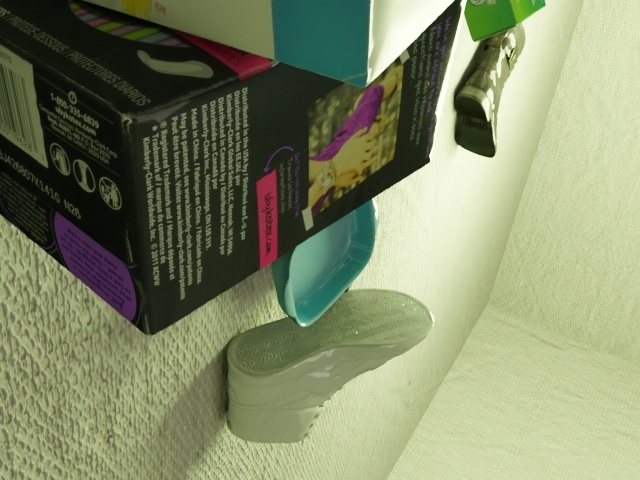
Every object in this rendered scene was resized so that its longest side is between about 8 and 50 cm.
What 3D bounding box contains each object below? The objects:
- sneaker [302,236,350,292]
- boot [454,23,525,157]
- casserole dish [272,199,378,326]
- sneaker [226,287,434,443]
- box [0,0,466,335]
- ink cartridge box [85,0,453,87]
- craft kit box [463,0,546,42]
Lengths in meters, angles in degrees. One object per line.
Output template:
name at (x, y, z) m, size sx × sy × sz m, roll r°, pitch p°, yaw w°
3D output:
sneaker at (0.000, 0.000, 0.935) m, size 0.097 × 0.084 × 0.234 m, roll -67°, pitch 161°, yaw -4°
boot at (0.358, -0.313, 1.537) m, size 0.229 × 0.091 × 0.263 m, roll -61°, pitch 158°, yaw -17°
casserole dish at (0.003, 0.012, 0.838) m, size 0.188 × 0.036 × 0.114 m, roll -44°, pitch 138°, yaw -42°
sneaker at (0.006, 0.169, 1.005) m, size 0.292 × 0.108 × 0.169 m, roll -12°, pitch 135°, yaw -26°
box at (-0.056, -0.093, 0.483) m, size 0.270 × 0.165 × 0.143 m, roll -32°, pitch 143°, yaw -38°
ink cartridge box at (-0.038, -0.214, 0.374) m, size 0.171 × 0.232 × 0.168 m, roll -51°, pitch 153°, yaw -39°
craft kit box at (0.182, -0.365, 0.853) m, size 0.246 × 0.060 × 0.250 m, roll -41°, pitch 114°, yaw -56°
